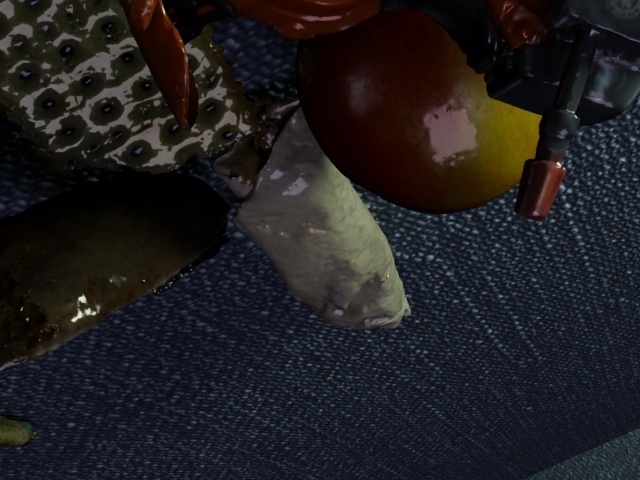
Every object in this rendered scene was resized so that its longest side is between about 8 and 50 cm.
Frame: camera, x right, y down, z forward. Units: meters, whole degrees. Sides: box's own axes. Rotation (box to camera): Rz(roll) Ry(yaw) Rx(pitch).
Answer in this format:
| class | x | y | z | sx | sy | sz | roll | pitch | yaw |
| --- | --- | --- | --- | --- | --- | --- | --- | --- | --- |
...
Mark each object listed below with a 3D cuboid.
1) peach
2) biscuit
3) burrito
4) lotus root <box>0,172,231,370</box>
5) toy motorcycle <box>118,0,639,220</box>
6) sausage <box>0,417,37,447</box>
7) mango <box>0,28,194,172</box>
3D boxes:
| class | x | y | z | sx | sy | sz | roll | pitch | yaw |
| --- | --- | --- | --- | --- | --- | --- | --- | --- | --- |
| peach | 0.070 | -0.118 | 0.576 | 0.197 | 0.197 | 0.197 | -15 | 148 | -10 |
| biscuit | -0.140 | -0.117 | 0.507 | 0.144 | 0.016 | 0.203 | -30 | 122 | -2 |
| burrito | 0.000 | 0.000 | 0.809 | 0.117 | 0.076 | 0.392 | -19 | 147 | 9 |
| lotus root | -0.161 | -0.003 | 0.577 | 0.167 | 0.078 | 0.329 | -10 | -165 | 17 |
| toy motorcycle | 0.025 | -0.140 | 0.410 | 0.325 | 0.221 | 0.148 | 19 | 179 | -5 |
| sausage | -0.414 | 0.196 | 0.903 | 0.032 | 0.033 | 0.269 | -33 | 146 | 20 |
| mango | -0.151 | -0.100 | 0.566 | 0.161 | 0.076 | 0.103 | 16 | 134 | -37 |
